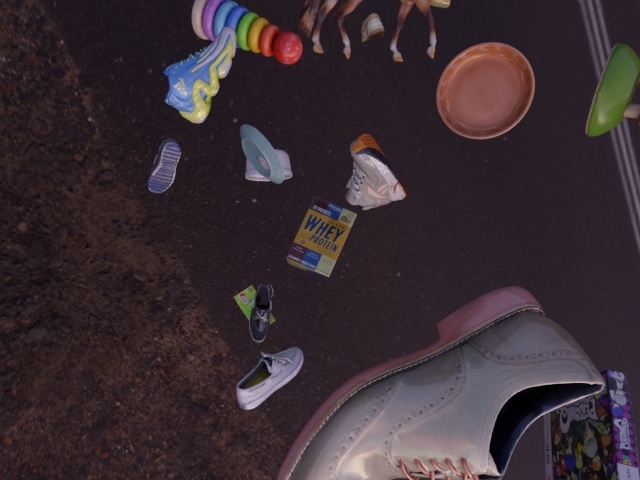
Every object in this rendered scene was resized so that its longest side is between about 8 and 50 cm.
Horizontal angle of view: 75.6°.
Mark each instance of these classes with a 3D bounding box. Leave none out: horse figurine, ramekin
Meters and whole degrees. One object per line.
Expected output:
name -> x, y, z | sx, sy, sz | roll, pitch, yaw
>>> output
horse figurine -> 0.081, -0.362, 0.611 | 0.066, 0.264, 0.174 | -29, 127, -69
ramekin -> -0.230, -0.331, 1.815 | 0.207, 0.207, 0.108 | -2, 89, -32

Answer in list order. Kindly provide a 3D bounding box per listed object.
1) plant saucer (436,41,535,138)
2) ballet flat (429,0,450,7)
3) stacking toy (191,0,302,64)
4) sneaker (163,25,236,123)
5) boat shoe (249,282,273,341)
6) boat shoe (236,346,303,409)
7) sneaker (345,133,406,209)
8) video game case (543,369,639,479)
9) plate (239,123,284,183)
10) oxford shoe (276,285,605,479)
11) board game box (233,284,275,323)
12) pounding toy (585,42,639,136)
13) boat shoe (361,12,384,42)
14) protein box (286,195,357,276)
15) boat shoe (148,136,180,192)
plant saucer -> 0.360, -0.326, 0.910 | 0.037, 0.200, 0.199 | -28, 103, -61
ballet flat -> 0.346, -0.720, 1.080 | 0.073, 0.080, 0.232 | 21, 94, -8
stacking toy -> -0.207, -0.615, 1.221 | 0.331, 0.141, 0.141 | 26, 69, 8
sneaker -> -0.289, -0.404, 0.965 | 0.126, 0.091, 0.240 | 20, 100, -30
boat shoe -> -0.237, 0.285, 1.629 | 0.084, 0.079, 0.232 | 8, 83, -4
boat shoe -> -0.217, 0.541, 1.766 | 0.367, 0.136, 0.156 | -31, 125, -39
sneaker -> 0.099, -0.124, 0.879 | 0.262, 0.121, 0.099 | 35, 28, -62
video game case -> 0.514, 0.384, 0.804 | 0.042, 0.232, 0.210 | 14, 60, 4
plate -> -0.170, -0.233, 1.145 | 0.024, 0.188, 0.188 | -39, 107, -21
oxford shoe -> 0.119, 0.216, 0.470 | 0.397, 0.146, 0.140 | -40, 130, 6
board game box -> -0.279, 0.288, 1.751 | 0.092, 0.043, 0.181 | -34, 90, -8
pounding toy -> 0.645, -0.302, 0.856 | 0.237, 0.110, 0.182 | -19, 123, -49
boat shoe -> 0.117, -0.484, 0.939 | 0.050, 0.135, 0.045 | -17, 107, 1
protein box -> 0.000, 0.000, 1.266 | 0.136, 0.200, 0.201 | 24, 81, 1
boat shoe -> -0.466, -0.225, 1.237 | 0.066, 0.183, 0.066 | 14, 36, -38
